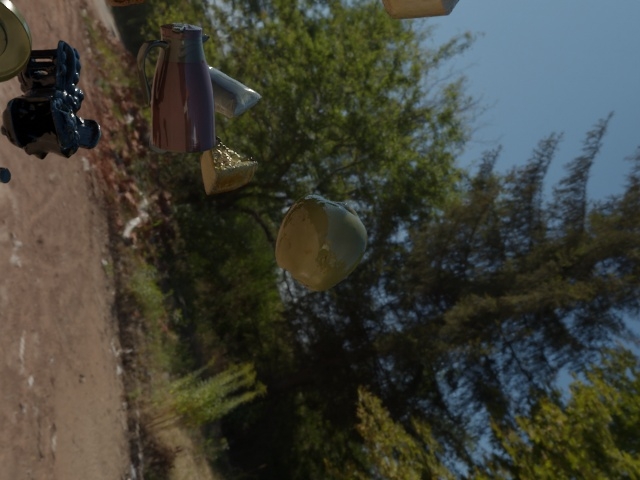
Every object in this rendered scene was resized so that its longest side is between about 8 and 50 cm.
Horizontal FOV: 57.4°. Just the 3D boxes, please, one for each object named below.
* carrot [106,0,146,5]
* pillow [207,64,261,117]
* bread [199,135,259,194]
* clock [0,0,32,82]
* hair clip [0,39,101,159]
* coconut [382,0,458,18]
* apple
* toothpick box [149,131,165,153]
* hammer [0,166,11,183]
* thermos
[{"bbox_3d":[-0.534,-0.817,1.533,0.224,0.224,0.341,-120,-167,-50],"label":"carrot"},{"bbox_3d":[-0.299,-0.424,1.593,0.253,0.144,0.078,31,-39,6],"label":"pillow"},{"bbox_3d":[-0.308,-0.249,1.880,0.160,0.169,0.140,58,-38,20],"label":"bread"},{"bbox_3d":[-0.719,-0.420,1.195,0.235,0.234,0.029,80,-2,-52],"label":"clock"},{"bbox_3d":[-0.635,-0.315,1.381,0.206,0.194,0.310,101,-17,-52],"label":"hair clip"},{"bbox_3d":[0.291,-0.727,1.591,0.239,0.244,0.239,-2,90,-67],"label":"coconut"},{"bbox_3d":[0.000,0.000,1.186,0.200,0.199,0.200,160,-90,-82],"label":"apple"},{"bbox_3d":[-0.411,-0.265,1.502,0.083,0.052,0.052,-102,179,-49],"label":"toothpick box"},{"bbox_3d":[-0.704,-0.047,1.059,0.111,0.288,0.033,16,-38,21],"label":"hammer"},{"bbox_3d":[-0.315,-0.338,1.288,0.145,0.176,0.265,25,-56,36],"label":"thermos"}]
